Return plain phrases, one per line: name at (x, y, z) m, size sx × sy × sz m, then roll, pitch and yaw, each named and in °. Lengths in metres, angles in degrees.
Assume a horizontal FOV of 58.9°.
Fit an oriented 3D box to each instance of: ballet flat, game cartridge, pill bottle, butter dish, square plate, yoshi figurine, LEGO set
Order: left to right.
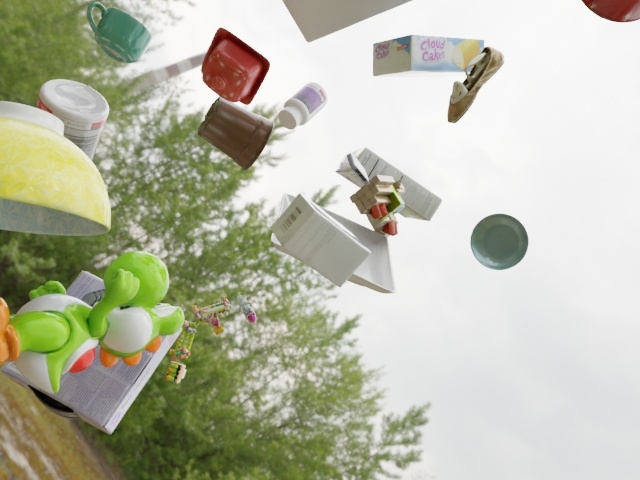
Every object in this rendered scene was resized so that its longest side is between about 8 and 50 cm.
pill bottle at (-0.662, -0.252, 1.457) m, size 0.161 × 0.161 × 0.283 m, roll 49°, pitch -55°, yaw 22°
yoshi figurine at (-0.394, 0.102, 0.942) m, size 0.203 × 0.362 × 0.203 m, roll 47°, pitch -61°, yaw 30°
LEGO set at (-0.299, 0.236, 1.439) m, size 0.132 × 0.287 × 0.107 m, roll 53°, pitch -16°, yaw -9°
butter dish at (-0.231, -0.411, 1.407) m, size 0.160 × 0.118 × 0.160 m, roll 34°, pitch -46°, yaw -8°
pill bottle at (-0.066, -0.485, 2.060) m, size 0.108 × 0.193 × 0.108 m, roll 25°, pitch -38°, yaw 21°
square plate at (0.035, 0.009, 1.564) m, size 0.344 × 0.347 × 0.049 m, roll -84°, pitch -162°, yaw -64°
game cartridge at (0.095, -0.183, 1.437) m, size 0.083 × 0.017 × 0.056 m, roll 43°, pitch 21°, yaw -44°
ballet flat at (0.363, -0.385, 1.386) m, size 0.067 × 0.206 × 0.073 m, roll 33°, pitch 6°, yaw -28°

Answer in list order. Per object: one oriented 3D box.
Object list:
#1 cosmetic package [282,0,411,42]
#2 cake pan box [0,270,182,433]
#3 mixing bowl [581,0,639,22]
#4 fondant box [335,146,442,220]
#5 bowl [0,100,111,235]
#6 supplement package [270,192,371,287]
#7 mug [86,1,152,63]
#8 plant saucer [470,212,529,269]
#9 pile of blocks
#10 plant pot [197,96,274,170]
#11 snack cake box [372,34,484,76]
cosmetic package at (0.055, -0.800, 1.454) m, size 0.327 × 0.393 × 0.329 m, roll -13°, pitch -43°, yaw 26°
cake pan box at (-0.454, 0.221, 1.141) m, size 0.246 × 0.267 × 0.070 m, roll 22°, pitch -33°, yaw 11°
mixing bowl at (0.570, -0.504, 1.030) m, size 0.181 × 0.181 × 0.098 m, roll 57°, pitch -7°, yaw 4°
fondant box at (0.235, -0.196, 2.001) m, size 0.330 × 0.096 × 0.238 m, roll 33°, pitch -3°, yaw -14°
bowl at (-0.448, -0.109, 0.828) m, size 0.289 × 0.290 × 0.156 m, roll 161°, pitch -64°, yaw -67°
supplement package at (0.000, 0.000, 1.215) m, size 0.179 × 0.105 × 0.105 m, roll 37°, pitch 7°, yaw -32°
mug at (-0.537, -0.537, 1.493) m, size 0.158 × 0.097 × 0.129 m, roll 27°, pitch -10°, yaw -5°
plant saucer at (0.613, 0.005, 1.937) m, size 0.195 × 0.037 × 0.195 m, roll -2°, pitch -93°, yaw 30°
pile of blocks at (0.204, -0.084, 1.666) m, size 0.112 × 0.149 × 0.362 m, roll 61°, pitch 8°, yaw 17°
plant pot at (-0.243, -0.309, 1.590) m, size 0.165 × 0.167 × 0.167 m, roll 30°, pitch -12°, yaw -24°
snack cake box at (0.285, -0.481, 1.494) m, size 0.152 × 0.264 × 0.089 m, roll 17°, pitch -68°, yaw 54°
